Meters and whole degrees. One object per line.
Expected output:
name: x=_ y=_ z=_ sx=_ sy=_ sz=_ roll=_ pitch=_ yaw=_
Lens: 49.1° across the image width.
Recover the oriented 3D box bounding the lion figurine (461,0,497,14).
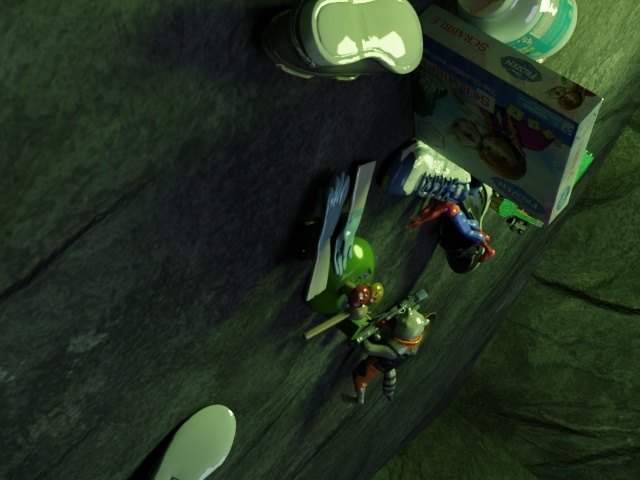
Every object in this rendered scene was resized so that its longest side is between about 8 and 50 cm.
lion figurine: x=0.261 y=-0.444 z=0.891 sx=0.392 sy=0.240 sz=0.142 roll=-41 pitch=154 yaw=-27

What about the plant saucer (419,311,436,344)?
plant saucer: x=0.300 y=0.304 z=2.269 sx=0.198 sy=0.036 sz=0.198 roll=-41 pitch=154 yaw=-24

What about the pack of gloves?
pack of gloves: x=0.023 y=-0.029 z=1.264 sx=0.195 sy=0.046 sz=0.232 roll=-30 pitch=136 yaw=-63

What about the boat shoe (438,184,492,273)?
boat shoe: x=0.358 y=-0.019 z=1.812 sx=0.113 sy=0.127 sz=0.340 roll=-37 pitch=151 yaw=-29

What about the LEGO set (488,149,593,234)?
LEGO set: x=0.573 y=-0.204 z=1.959 sx=0.255 sy=0.192 sz=0.331 roll=12 pitch=114 yaw=-32

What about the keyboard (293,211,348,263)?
keyboard: x=0.000 y=0.000 z=1.312 sx=0.192 sy=0.038 sz=0.100 roll=-12 pitch=111 yaw=-55

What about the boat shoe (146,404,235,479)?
boat shoe: x=-0.273 y=0.448 z=1.348 sx=0.301 sy=0.108 sz=0.102 roll=-59 pitch=-169 yaw=-16

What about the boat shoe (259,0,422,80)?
boat shoe: x=0.041 y=-0.267 z=0.924 sx=0.305 sy=0.091 sz=0.109 roll=-21 pitch=104 yaw=-54

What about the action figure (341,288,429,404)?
action figure: x=0.210 y=0.282 z=1.910 sx=0.341 sy=0.178 sz=0.330 roll=-31 pitch=158 yaw=-37

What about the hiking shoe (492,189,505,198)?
hiking shoe: x=0.534 y=-0.229 z=1.745 sx=0.304 sy=0.113 sz=0.132 roll=-60 pitch=176 yaw=12

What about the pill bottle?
pill bottle: x=0.321 y=-0.391 z=1.166 sx=0.264 sy=0.146 sz=0.146 roll=-4 pitch=127 yaw=-55

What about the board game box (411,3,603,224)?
board game box: x=0.296 y=-0.204 z=1.198 sx=0.066 sy=0.318 sz=0.318 roll=-45 pitch=155 yaw=-13

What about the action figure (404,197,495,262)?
action figure: x=0.291 y=-0.039 z=1.656 sx=0.139 sy=0.091 sz=0.280 roll=-29 pitch=128 yaw=17

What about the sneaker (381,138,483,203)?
sneaker: x=0.243 y=-0.133 z=1.435 sx=0.296 sy=0.131 sz=0.112 roll=-19 pitch=142 yaw=-50

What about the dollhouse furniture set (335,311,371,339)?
dollhouse furniture set: x=0.087 y=0.201 z=1.644 sx=0.076 sy=0.058 sz=0.151 roll=-54 pitch=157 yaw=4

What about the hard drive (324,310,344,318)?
hard drive: x=0.054 y=0.145 z=1.609 sx=0.094 sy=0.022 sz=0.135 roll=-51 pitch=156 yaw=-3

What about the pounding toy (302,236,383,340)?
pounding toy: x=0.067 y=0.116 z=1.450 sx=0.183 sy=0.110 sz=0.237 roll=-28 pitch=141 yaw=-36

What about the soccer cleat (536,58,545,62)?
soccer cleat: x=0.495 y=-0.419 z=1.628 sx=0.083 sy=0.029 sz=0.035 roll=-16 pitch=146 yaw=-50
